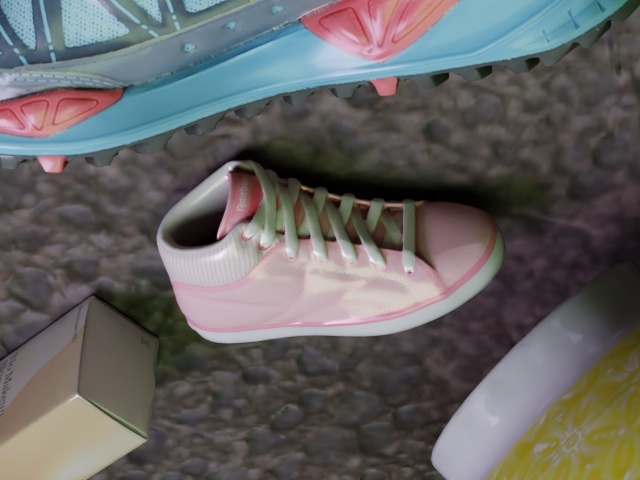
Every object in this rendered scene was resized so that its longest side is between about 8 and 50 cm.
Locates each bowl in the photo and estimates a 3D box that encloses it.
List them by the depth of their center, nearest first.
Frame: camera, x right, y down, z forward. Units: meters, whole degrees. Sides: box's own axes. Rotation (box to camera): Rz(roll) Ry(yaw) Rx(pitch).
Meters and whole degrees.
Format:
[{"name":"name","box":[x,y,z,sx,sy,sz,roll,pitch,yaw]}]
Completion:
[{"name":"bowl","box":[0.137,0.101,0.616,0.156,0.289,0.289,45,132,18]}]

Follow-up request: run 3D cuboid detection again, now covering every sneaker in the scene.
[{"name":"sneaker","box":[-0.035,-0.107,0.499,0.261,0.104,0.125,-12,115,6]},{"name":"sneaker","box":[0.000,0.000,0.612,0.134,0.051,0.070,-10,138,15]}]

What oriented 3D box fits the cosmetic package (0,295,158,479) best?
[{"name":"cosmetic package","box":[-0.124,0.080,0.683,0.115,0.060,0.041,-35,124,27]}]
